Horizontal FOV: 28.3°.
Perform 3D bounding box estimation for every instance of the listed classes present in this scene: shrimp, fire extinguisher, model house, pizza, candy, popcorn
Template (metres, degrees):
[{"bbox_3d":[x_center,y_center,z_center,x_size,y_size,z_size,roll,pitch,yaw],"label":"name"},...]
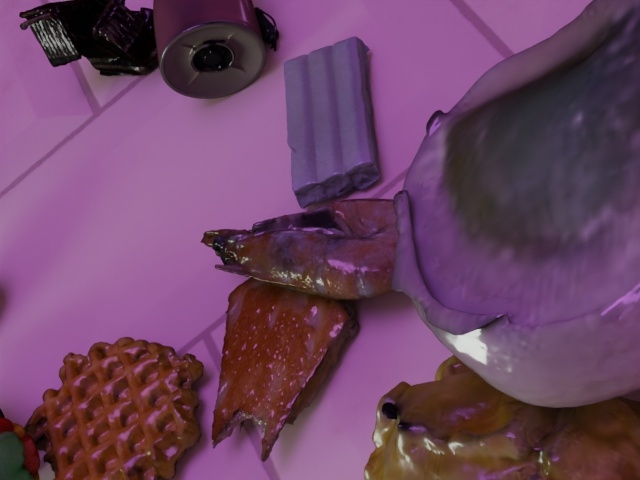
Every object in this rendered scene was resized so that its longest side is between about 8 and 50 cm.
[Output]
[{"bbox_3d":[0.000,0.000,1.474,0.317,0.077,0.168,8,38,31],"label":"shrimp"},{"bbox_3d":[-0.078,-0.300,1.783,0.083,0.025,0.038,53,136,43],"label":"fire extinguisher"},{"bbox_3d":[-0.326,-0.323,1.884,0.203,0.164,0.141,0,66,33],"label":"model house"},{"bbox_3d":[-0.046,0.137,1.451,0.181,0.034,0.262,-9,51,29],"label":"pizza"},{"bbox_3d":[0.239,-0.036,1.076,0.386,0.186,0.427,-30,29,31],"label":"candy"},{"bbox_3d":[0.174,0.203,1.136,0.286,0.215,0.252,-5,64,37],"label":"popcorn"}]

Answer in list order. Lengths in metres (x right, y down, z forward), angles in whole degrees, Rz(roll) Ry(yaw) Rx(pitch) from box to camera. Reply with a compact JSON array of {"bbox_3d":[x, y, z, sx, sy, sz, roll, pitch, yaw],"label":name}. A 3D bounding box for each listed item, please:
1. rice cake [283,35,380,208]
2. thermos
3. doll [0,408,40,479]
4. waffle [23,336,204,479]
[{"bbox_3d":[0.010,-0.154,1.610,0.127,0.043,0.237,-19,50,22],"label":"rice cake"},{"bbox_3d":[-0.172,-0.334,1.791,0.146,0.176,0.265,-3,52,-15],"label":"thermos"},{"bbox_3d":[-0.478,0.243,1.581,0.160,0.183,0.363,-29,27,-24],"label":"doll"},{"bbox_3d":[-0.260,0.234,1.527,0.291,0.051,0.291,-18,49,23],"label":"waffle"}]
